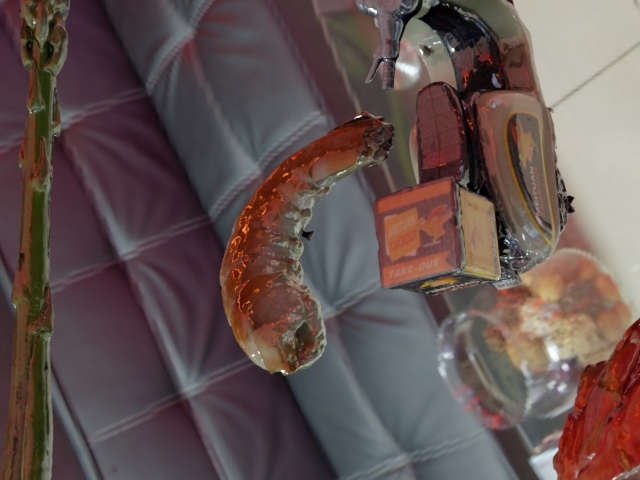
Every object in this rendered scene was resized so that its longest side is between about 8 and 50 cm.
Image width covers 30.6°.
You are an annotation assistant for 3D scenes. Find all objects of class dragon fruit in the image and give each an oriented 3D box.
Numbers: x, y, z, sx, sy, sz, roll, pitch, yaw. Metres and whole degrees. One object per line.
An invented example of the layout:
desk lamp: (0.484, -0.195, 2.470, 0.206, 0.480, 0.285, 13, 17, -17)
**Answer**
dragon fruit: (0.154, 0.083, 0.553, 0.106, 0.162, 0.083, -43, 61, 38)

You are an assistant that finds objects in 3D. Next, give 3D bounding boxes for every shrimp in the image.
shrimp: (0.000, 0.000, 0.761, 0.166, 0.049, 0.161, -44, 38, 15)

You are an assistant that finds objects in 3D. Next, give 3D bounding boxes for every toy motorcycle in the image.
toy motorcycle: (0.093, -0.093, 0.779, 0.091, 0.157, 0.263, -17, 71, 36)

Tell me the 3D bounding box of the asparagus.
asparagus: (-0.112, -0.003, 0.458, 0.023, 0.022, 0.233, 178, 94, -80)
